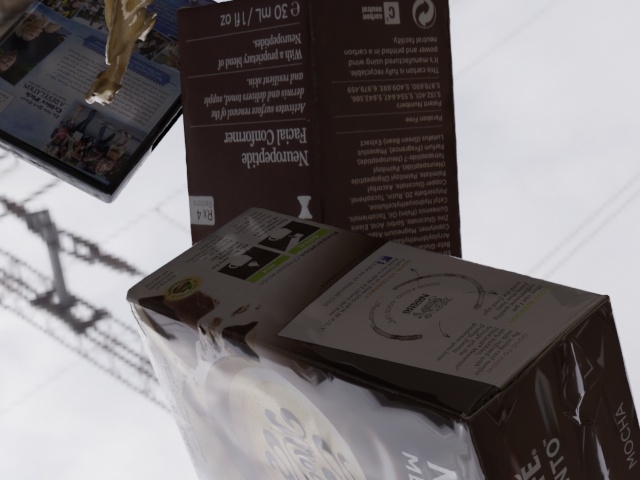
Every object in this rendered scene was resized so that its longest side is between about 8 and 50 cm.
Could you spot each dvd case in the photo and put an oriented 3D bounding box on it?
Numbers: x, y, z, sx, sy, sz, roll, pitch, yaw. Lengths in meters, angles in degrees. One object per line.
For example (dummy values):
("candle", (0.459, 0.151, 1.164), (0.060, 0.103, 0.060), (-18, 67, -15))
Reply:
("dvd case", (-0.202, -0.160, 1.382), (0.180, 0.022, 0.253), (27, -125, 9))

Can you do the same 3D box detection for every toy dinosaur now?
("toy dinosaur", (-0.122, -0.159, 0.954), (0.053, 0.183, 0.093), (14, -125, 4))

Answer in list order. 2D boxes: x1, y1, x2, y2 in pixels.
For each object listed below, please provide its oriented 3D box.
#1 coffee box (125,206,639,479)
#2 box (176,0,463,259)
("coffee box", (0.036, 0.099, 0.882), (0.119, 0.168, 0.297), (-35, -149, -31))
("box", (0.000, 0.000, 1.155), (0.143, 0.381, 0.191), (-8, -175, -36))
